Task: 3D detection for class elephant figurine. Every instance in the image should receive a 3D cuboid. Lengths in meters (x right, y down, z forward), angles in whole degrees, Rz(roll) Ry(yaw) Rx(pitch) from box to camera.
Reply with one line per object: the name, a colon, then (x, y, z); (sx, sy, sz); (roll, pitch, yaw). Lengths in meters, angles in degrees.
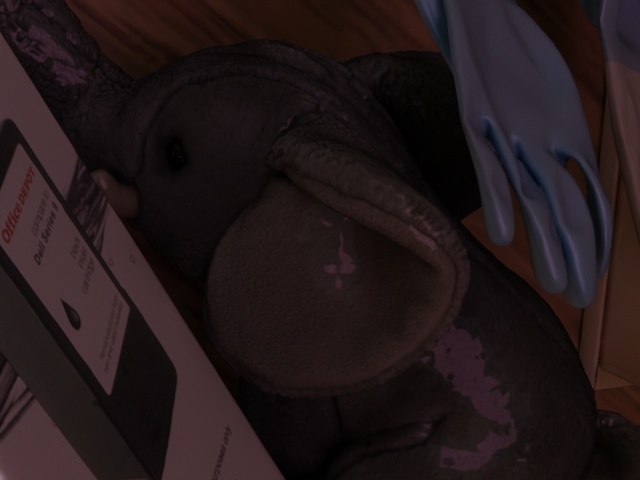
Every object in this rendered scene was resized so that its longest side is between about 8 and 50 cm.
elephant figurine: (0.000, 0.000, 0.583); (0.186, 0.169, 0.239); (-23, 118, -16)

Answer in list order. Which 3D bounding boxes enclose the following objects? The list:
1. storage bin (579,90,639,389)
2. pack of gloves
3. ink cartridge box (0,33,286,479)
storage bin: (0.270, -0.053, 0.751); (0.260, 0.123, 0.262); (-5, 105, -29)
pack of gloves: (0.095, -0.092, 0.597); (0.195, 0.046, 0.232); (-6, 75, -57)
ink cartridge box: (-0.157, 0.057, 0.482); (0.211, 0.121, 0.289); (-18, 120, 22)
